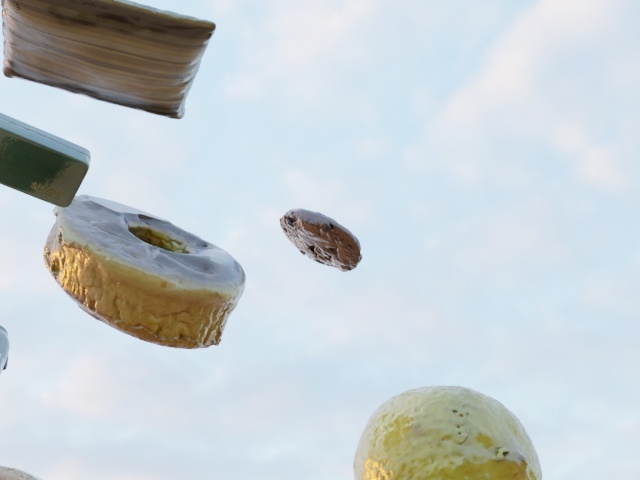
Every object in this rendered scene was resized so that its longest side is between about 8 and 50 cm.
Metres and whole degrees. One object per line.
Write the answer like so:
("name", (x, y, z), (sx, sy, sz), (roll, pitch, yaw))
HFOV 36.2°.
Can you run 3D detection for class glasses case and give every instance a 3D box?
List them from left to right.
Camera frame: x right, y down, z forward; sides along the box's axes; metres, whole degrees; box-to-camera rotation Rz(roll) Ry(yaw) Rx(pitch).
("glasses case", (-0.384, -0.109, 1.216), (0.184, 0.039, 0.078), (23, -63, -24))

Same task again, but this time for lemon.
("lemon", (0.180, 0.348, 1.452), (0.268, 0.268, 0.322), (13, -22, -22))

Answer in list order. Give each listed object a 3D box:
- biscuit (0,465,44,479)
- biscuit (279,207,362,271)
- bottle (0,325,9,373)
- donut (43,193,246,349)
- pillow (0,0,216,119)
("biscuit", (-0.344, 0.381, 0.944), (0.287, 0.344, 0.057), (-12, -39, 27))
("biscuit", (0.000, 0.000, 2.002), (0.192, 0.049, 0.192), (26, -26, 14))
("bottle", (-0.627, 0.263, 1.783), (0.079, 0.254, 0.096), (-17, -51, 16))
("donut", (-0.274, 0.053, 1.528), (0.330, 0.330, 0.160), (15, -70, -25))
("pillow", (-0.228, -0.199, 1.021), (0.208, 0.052, 0.212), (12, -23, -13))
